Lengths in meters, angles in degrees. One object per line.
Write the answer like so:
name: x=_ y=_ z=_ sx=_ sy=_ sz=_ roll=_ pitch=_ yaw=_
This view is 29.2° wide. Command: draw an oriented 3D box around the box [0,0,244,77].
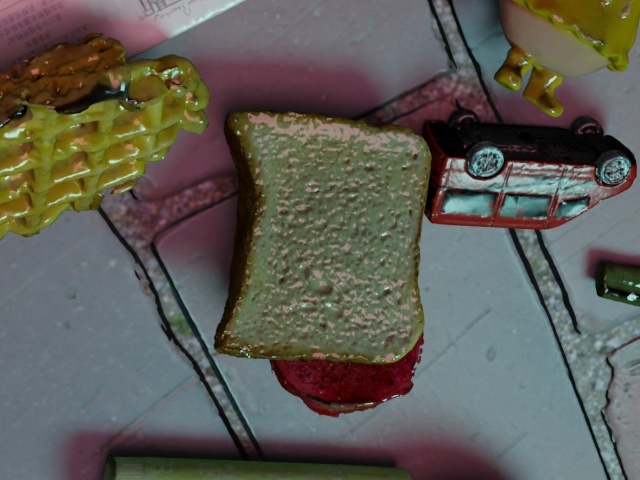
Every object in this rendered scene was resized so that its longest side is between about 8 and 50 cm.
box: x=-0.198 y=-0.236 z=0.937 sx=0.274 sy=0.116 sz=0.203 roll=-27 pitch=116 yaw=0

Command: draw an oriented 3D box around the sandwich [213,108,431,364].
sandwich: x=0.000 y=0.000 z=1.060 sx=0.186 sy=0.065 sz=0.214 roll=6 pitch=84 yaw=-9

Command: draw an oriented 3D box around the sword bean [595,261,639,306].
sword bean: x=0.400 y=0.050 z=1.239 sx=0.269 sy=0.038 sz=0.043 roll=3 pitch=136 yaw=-14

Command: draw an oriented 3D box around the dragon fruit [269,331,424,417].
dragon fruit: x=0.010 y=0.103 z=1.144 sx=0.153 sy=0.153 sz=0.111 roll=-3 pitch=153 yaw=-12

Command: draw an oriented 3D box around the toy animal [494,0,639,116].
toy animal: x=0.225 y=-0.222 z=1.038 sx=0.156 sy=0.156 sz=0.229 roll=29 pitch=93 yaw=-22

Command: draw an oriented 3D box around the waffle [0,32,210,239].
waffle: x=-0.235 y=-0.061 z=0.927 sx=0.312 sy=0.307 sz=0.060 roll=-29 pitch=78 yaw=9

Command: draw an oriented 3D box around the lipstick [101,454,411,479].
lipstick: x=-0.061 y=0.250 z=1.193 sx=0.304 sy=0.076 sz=0.076 roll=5 pitch=111 yaw=-14

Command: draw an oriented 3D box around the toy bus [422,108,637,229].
toy bus: x=0.188 y=-0.061 z=1.122 sx=0.195 sy=0.081 sz=0.089 roll=2 pitch=121 yaw=-14
